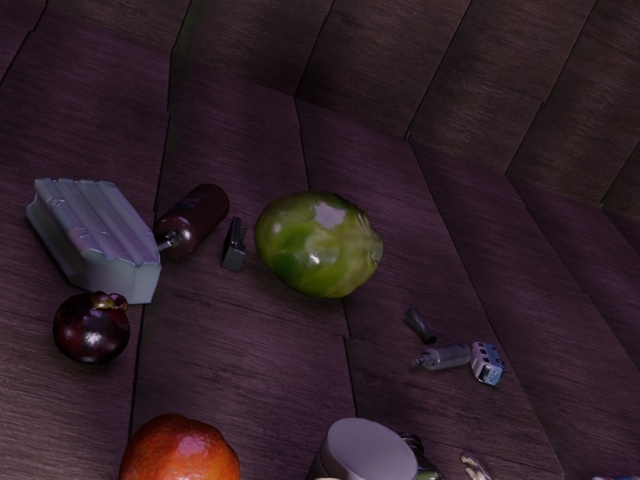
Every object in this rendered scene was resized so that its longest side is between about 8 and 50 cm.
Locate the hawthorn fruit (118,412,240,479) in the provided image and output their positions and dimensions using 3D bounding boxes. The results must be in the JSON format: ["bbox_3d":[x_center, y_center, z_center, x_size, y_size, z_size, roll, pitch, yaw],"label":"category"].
[{"bbox_3d":[-0.236,0.387,1.408,0.196,0.196,0.225,26,55,3],"label":"hawthorn fruit"}]

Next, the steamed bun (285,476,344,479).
[{"bbox_3d":[-0.020,0.467,1.422,0.192,0.177,0.106,15,29,-12],"label":"steamed bun"}]

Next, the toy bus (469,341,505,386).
[{"bbox_3d":[0.419,0.311,2.288,0.075,0.060,0.123,16,23,-9],"label":"toy bus"}]

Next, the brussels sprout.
[{"bbox_3d":[0.000,0.000,2.269,0.344,0.268,0.344,21,17,-7],"label":"brussels sprout"}]

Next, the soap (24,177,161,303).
[{"bbox_3d":[-0.490,-0.004,1.998,0.208,0.115,0.347,-1,35,-43],"label":"soap"}]

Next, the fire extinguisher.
[{"bbox_3d":[-0.336,-0.038,2.230,0.114,0.135,0.337,65,19,-14],"label":"fire extinguisher"}]

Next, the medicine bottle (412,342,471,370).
[{"bbox_3d":[0.291,0.289,2.216,0.199,0.058,0.057,-3,36,-46],"label":"medicine bottle"}]

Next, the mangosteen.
[{"bbox_3d":[-0.428,0.157,1.698,0.152,0.152,0.152,21,25,-10],"label":"mangosteen"}]

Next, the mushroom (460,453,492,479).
[{"bbox_3d":[0.331,0.488,1.898,0.049,0.019,0.101,4,31,-38],"label":"mushroom"}]

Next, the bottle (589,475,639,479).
[{"bbox_3d":[0.634,0.556,2.003,0.217,0.060,0.060,7,30,-32],"label":"bottle"}]

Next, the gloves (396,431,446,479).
[{"bbox_3d":[0.191,0.463,1.717,0.135,0.107,0.268,26,6,-18],"label":"gloves"}]

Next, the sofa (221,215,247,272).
[{"bbox_3d":[-0.208,0.010,2.275,0.060,0.085,0.147,17,25,-10],"label":"sofa"}]

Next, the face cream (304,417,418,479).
[{"bbox_3d":[0.066,0.431,1.606,0.177,0.153,0.177,20,23,-9],"label":"face cream"}]

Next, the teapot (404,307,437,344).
[{"bbox_3d":[0.262,0.224,2.339,0.043,0.043,0.111,6,33,-36],"label":"teapot"}]
